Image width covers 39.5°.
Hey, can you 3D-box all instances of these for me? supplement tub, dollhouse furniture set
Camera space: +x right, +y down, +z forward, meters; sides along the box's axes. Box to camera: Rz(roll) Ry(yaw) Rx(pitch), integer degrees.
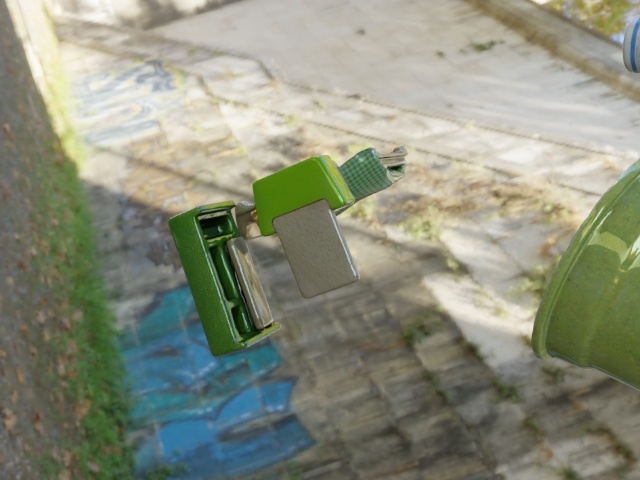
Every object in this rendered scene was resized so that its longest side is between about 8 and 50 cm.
[{"bbox_3d":[0.418,-0.229,1.047,0.107,0.071,0.071,11,-55,35],"label":"supplement tub"},{"bbox_3d":[0.000,0.000,1.008,0.151,0.197,0.301,69,21,1],"label":"dollhouse furniture set"}]

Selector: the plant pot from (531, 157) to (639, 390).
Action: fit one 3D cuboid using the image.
[{"bbox_3d":[0.411,0.079,0.949,0.254,0.276,0.276,34,-31,30],"label":"plant pot"}]
